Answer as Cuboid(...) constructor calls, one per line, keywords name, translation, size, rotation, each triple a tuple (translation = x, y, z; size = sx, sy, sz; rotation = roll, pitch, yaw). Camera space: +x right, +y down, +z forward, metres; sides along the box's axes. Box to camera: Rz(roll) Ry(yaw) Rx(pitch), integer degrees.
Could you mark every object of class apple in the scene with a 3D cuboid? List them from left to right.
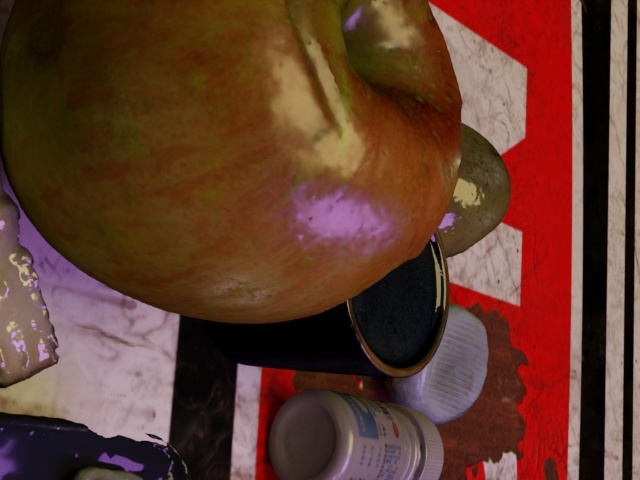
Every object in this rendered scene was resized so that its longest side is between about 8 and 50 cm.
Cuboid(name="apple", translation=(-0.069, -0.100, 0.907), size=(0.339, 0.339, 0.339), rotation=(10, 78, -52))

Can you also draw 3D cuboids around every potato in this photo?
Cuboid(name="potato", translation=(0.104, -0.059, 1.294), size=(0.194, 0.157, 0.157), rotation=(12, 76, -50))

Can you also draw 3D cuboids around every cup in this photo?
Cuboid(name="cup", translation=(0.009, 0.011, 1.133), size=(0.166, 0.177, 0.239), rotation=(37, 57, -43))

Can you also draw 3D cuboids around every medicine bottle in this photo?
Cuboid(name="medicine bottle", translation=(0.036, 0.205, 1.205), size=(0.168, 0.105, 0.105), rotation=(21, 69, -50))

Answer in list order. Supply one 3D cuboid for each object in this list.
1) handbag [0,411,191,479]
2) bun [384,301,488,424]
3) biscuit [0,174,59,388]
Cuboid(name="handbag", translation=(-0.237, 0.276, 0.822), size=(0.303, 0.122, 0.329), rotation=(19, 72, -51))
Cuboid(name="bun", translation=(0.121, 0.133, 1.348), size=(0.141, 0.083, 0.141), rotation=(-5, 96, -46))
Cuboid(name="biscuit", translation=(-0.278, -0.001, 0.829), size=(0.179, 0.084, 0.281), rotation=(-44, 121, -47))
